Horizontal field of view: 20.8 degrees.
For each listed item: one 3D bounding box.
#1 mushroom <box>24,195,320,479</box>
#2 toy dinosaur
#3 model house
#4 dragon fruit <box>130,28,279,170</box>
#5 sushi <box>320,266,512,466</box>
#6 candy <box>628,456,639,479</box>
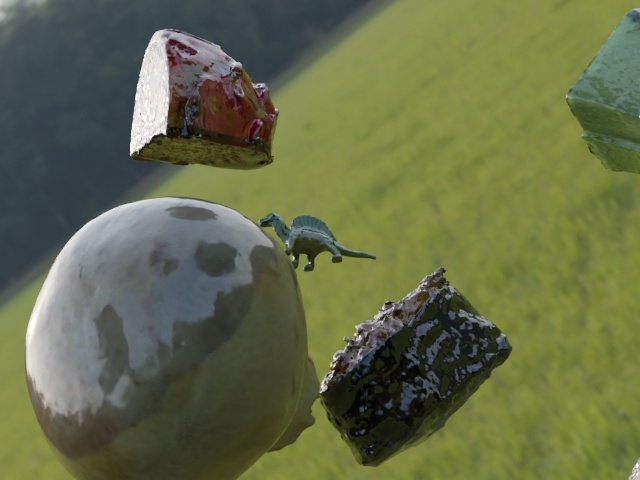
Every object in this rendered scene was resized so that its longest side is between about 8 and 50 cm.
[{"bbox_3d":[-0.119,0.106,1.642,0.297,0.297,0.290,-34,-28,31],"label":"mushroom"},{"bbox_3d":[-0.001,0.000,1.721,0.029,0.120,0.060,114,156,-52],"label":"toy dinosaur"},{"bbox_3d":[0.480,-0.174,2.357,0.189,0.214,0.195,31,75,42],"label":"model house"},{"bbox_3d":[-0.137,-0.154,1.978,0.163,0.189,0.262,-23,5,-13],"label":"dragon fruit"},{"bbox_3d":[0.125,0.207,2.685,0.348,0.207,0.234,-34,-9,-49],"label":"sushi"},{"bbox_3d":[0.363,0.255,1.832,0.110,0.085,0.095,-48,-18,-24],"label":"candy"}]
